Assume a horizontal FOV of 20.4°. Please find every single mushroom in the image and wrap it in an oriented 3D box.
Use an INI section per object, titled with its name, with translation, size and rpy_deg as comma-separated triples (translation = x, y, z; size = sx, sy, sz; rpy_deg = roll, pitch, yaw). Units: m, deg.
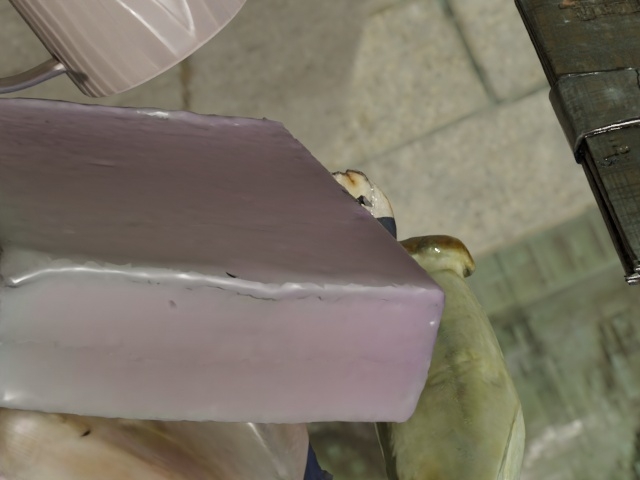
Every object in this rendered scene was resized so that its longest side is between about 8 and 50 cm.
[mushroom]
translation = 0.088, 0.130, 1.223
size = 0.107, 0.333, 0.087
rpy_deg = -10, 139, -4

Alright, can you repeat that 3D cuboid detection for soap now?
[soap]
translation = -0.107, 0.002, 1.139
size = 0.285, 0.107, 0.296
rpy_deg = 5, -159, -24

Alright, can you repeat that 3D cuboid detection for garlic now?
[garlic]
translation = -0.134, 0.165, 1.325
size = 0.279, 0.325, 0.132
rpy_deg = -67, 164, 13

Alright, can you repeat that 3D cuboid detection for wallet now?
[wallet]
translation = 0.267, -0.104, 1.376
size = 0.169, 0.317, 0.044
rpy_deg = -8, 140, -9

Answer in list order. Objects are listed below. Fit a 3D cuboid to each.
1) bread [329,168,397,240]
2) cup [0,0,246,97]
[bread]
translation = 0.000, 0.000, 1.403
size = 0.129, 0.126, 0.044
rpy_deg = 4, -171, 32
[cup]
translation = -0.236, -0.278, 1.676
size = 0.208, 0.273, 0.288
rpy_deg = -3, -142, 50
